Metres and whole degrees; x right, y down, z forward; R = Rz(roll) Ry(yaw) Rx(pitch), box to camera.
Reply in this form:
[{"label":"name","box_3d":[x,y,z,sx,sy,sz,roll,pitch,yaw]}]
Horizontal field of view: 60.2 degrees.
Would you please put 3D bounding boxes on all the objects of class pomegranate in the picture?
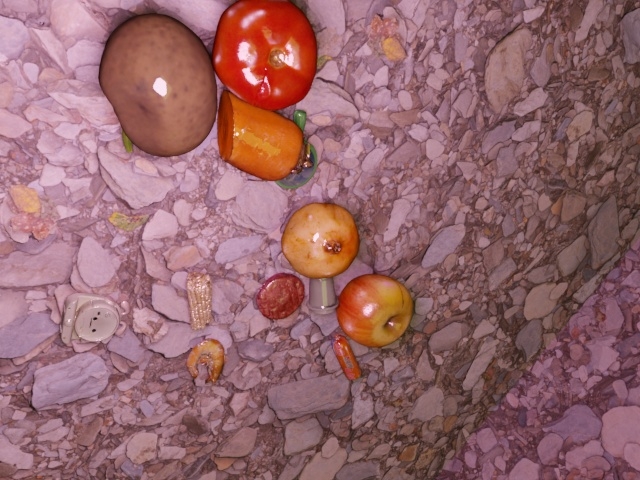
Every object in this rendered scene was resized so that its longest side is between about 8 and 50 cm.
[{"label":"pomegranate","box_3d":[0.000,0.000,1.787,0.264,0.264,0.265,-12,120,-23]}]

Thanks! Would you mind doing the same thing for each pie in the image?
[{"label":"pie","box_3d":[-0.139,0.198,1.940,0.182,0.049,0.183,-13,120,-24]}]

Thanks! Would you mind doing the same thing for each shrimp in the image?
[{"label":"shrimp","box_3d":[-0.399,0.424,1.923,0.132,0.052,0.188,-2,108,-14]}]

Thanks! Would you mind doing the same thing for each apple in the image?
[{"label":"apple","box_3d":[0.196,0.252,2.037,0.285,0.233,0.286,-15,120,-27]}]

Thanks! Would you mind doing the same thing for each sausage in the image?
[{"label":"sausage","box_3d":[0.096,0.453,2.185,0.071,0.071,0.234,-31,125,-11]}]

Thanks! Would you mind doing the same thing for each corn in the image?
[{"label":"corn","box_3d":[-0.386,0.198,1.786,0.086,0.087,0.211,-13,122,-22]}]

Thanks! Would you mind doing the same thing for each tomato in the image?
[{"label":"tomato","box_3d":[-0.147,-0.498,1.468,0.298,0.226,0.299,-9,111,-23]}]

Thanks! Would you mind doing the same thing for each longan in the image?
[{"label":"longan","box_3d":[-0.396,-0.379,1.373,0.288,0.288,0.350,-22,129,-17]}]

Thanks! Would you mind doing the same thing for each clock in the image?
[{"label":"clock","box_3d":[-0.674,0.236,1.662,0.190,0.062,0.152,6,112,-31]}]

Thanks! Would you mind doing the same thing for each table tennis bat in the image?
[{"label":"table tennis bat","box_3d":[-0.078,-0.282,1.736,0.160,0.039,0.257,-5,119,-25]}]

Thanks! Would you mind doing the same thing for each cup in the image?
[{"label":"cup","box_3d":[0.006,0.181,1.974,0.119,0.120,0.141,-10,111,-24]}]

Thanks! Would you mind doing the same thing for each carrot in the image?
[{"label":"carrot","box_3d":[-0.155,-0.269,1.584,0.330,0.193,0.215,17,91,-29]}]

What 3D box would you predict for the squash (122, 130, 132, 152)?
[{"label":"squash","box_3d":[-0.524,-0.280,1.500,0.027,0.027,0.089,-8,119,-25]}]
